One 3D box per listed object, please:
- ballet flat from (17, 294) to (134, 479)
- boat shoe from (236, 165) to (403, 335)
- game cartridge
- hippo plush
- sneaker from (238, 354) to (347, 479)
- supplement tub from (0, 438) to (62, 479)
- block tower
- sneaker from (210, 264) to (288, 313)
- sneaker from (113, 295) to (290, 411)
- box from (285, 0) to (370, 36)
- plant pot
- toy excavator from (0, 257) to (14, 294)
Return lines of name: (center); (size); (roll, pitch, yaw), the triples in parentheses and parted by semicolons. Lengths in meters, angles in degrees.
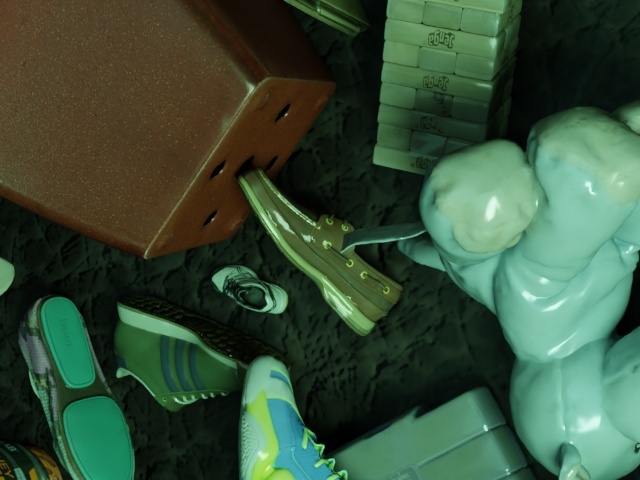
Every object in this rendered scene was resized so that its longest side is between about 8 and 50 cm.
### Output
ballet flat: (-0.244, 0.161, 1.100); (0.079, 0.076, 0.222); (-42, 64, 40)
boat shoe: (0.000, 0.000, 0.939); (0.060, 0.064, 0.178); (-41, 109, 2)
game cartridge: (0.039, 0.293, 0.946); (0.355, 0.068, 0.230); (-32, 70, 24)
hippo plush: (0.169, 0.054, 0.780); (0.294, 0.234, 0.237); (-23, 78, 25)
sneaker: (-0.002, 0.210, 0.905); (0.126, 0.091, 0.240); (-2, 71, -5)
supplement tub: (-0.344, 0.255, 1.077); (0.117, 0.190, 0.117); (0, 89, 28)
block tower: (0.107, -0.218, 0.838); (0.090, 0.097, 0.336); (13, 116, 18)
sneaker: (-0.070, 0.043, 1.022); (0.083, 0.037, 0.032); (18, 99, 29)
sneaker: (-0.115, 0.120, 1.034); (0.192, 0.064, 0.086); (21, 106, 27)
box: (-0.029, -0.279, 0.935); (0.021, 0.164, 0.201); (-23, 78, 23)
plant pot: (-0.148, -0.133, 0.956); (0.235, 0.267, 0.267); (40, 107, 12)
toy excavator: (-0.399, -0.194, 1.077); (0.222, 0.433, 0.445); (-28, 112, 29)
